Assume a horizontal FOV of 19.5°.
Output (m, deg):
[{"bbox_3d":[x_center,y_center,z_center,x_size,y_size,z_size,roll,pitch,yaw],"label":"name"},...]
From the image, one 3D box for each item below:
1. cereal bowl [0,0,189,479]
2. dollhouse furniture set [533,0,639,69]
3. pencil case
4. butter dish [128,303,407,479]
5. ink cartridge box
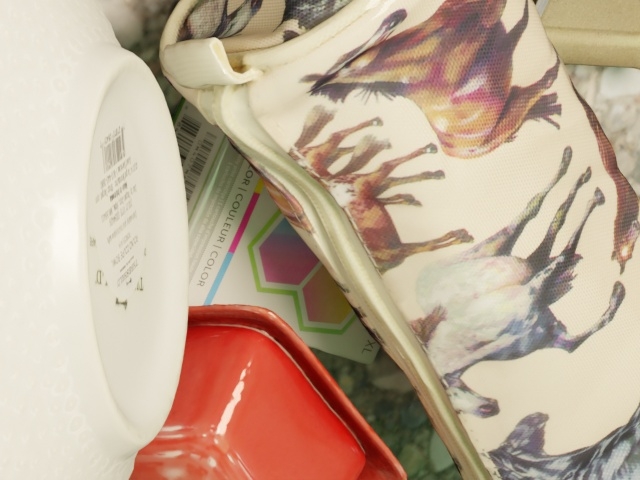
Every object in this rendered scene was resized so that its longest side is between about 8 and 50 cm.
[{"bbox_3d":[-0.140,0.008,0.760,0.141,0.339,0.339,-2,118,11],"label":"cereal bowl"},{"bbox_3d":[0.145,-0.245,1.005,0.197,0.151,0.301,1,137,-23],"label":"dollhouse furniture set"},{"bbox_3d":[0.075,0.004,0.931,0.410,0.160,0.183,56,49,-34],"label":"pencil case"},{"bbox_3d":[-0.063,0.117,0.961,0.160,0.160,0.118,54,46,-36],"label":"butter dish"},{"bbox_3d":[0.000,0.000,1.024,0.209,0.062,0.109,20,98,-37],"label":"ink cartridge box"}]
